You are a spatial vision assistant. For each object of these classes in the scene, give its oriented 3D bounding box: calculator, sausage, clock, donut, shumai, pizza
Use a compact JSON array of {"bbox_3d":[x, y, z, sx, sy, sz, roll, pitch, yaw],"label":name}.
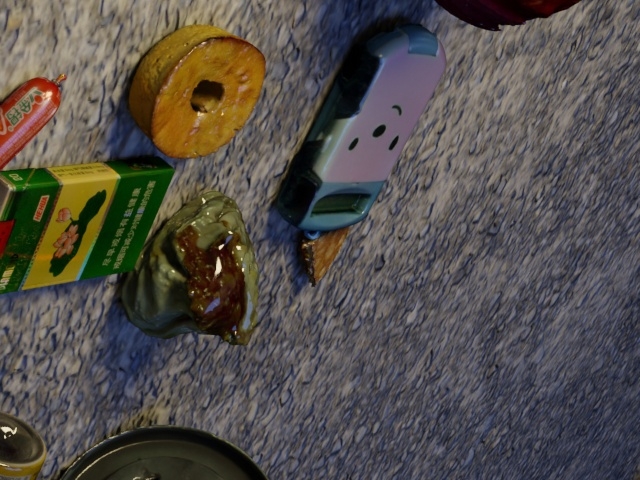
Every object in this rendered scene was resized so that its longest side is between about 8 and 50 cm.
[{"bbox_3d":[0.048,-0.124,2.058,0.173,0.051,0.293,-6,129,-57],"label":"calculator"},{"bbox_3d":[-0.280,-0.098,1.578,0.145,0.050,0.048,-46,111,-12],"label":"sausage"},{"bbox_3d":[-0.182,0.345,2.031,0.280,0.280,0.055,-36,156,-28],"label":"clock"},{"bbox_3d":[-0.126,-0.151,1.743,0.152,0.058,0.152,-37,149,-27],"label":"donut"},{"bbox_3d":[-0.110,0.044,1.917,0.184,0.142,0.184,-34,147,-26],"label":"shumai"},{"bbox_3d":[0.007,-0.003,2.177,0.099,0.029,0.100,-50,157,-22],"label":"pizza"}]

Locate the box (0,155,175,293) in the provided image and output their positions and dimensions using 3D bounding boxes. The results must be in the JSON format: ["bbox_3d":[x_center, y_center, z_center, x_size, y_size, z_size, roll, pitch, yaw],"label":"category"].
[{"bbox_3d":[-0.252,-0.015,1.738,0.235,0.034,0.132,-11,133,-53],"label":"box"}]

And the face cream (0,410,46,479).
[{"bbox_3d":[-0.400,0.346,1.870,0.105,0.105,0.348,-8,129,-54],"label":"face cream"}]

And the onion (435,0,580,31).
[{"bbox_3d":[0.221,-0.392,1.767,0.358,0.345,0.358,-37,166,-11],"label":"onion"}]
